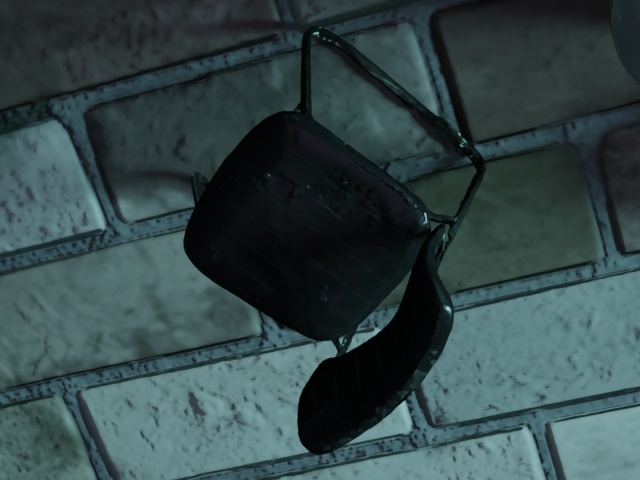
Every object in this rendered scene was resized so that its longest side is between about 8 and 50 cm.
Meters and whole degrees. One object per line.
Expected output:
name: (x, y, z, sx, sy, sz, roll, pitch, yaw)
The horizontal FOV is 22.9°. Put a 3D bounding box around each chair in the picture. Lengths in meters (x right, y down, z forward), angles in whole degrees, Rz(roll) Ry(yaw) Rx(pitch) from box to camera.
chair: (0.000, 0.000, 0.918, 0.145, 0.221, 0.140, 35, 116, -11)

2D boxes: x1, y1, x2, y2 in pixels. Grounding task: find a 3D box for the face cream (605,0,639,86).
face cream: (0.199, -0.121, 0.816, 0.101, 0.252, 0.101, 3, 117, 6)
